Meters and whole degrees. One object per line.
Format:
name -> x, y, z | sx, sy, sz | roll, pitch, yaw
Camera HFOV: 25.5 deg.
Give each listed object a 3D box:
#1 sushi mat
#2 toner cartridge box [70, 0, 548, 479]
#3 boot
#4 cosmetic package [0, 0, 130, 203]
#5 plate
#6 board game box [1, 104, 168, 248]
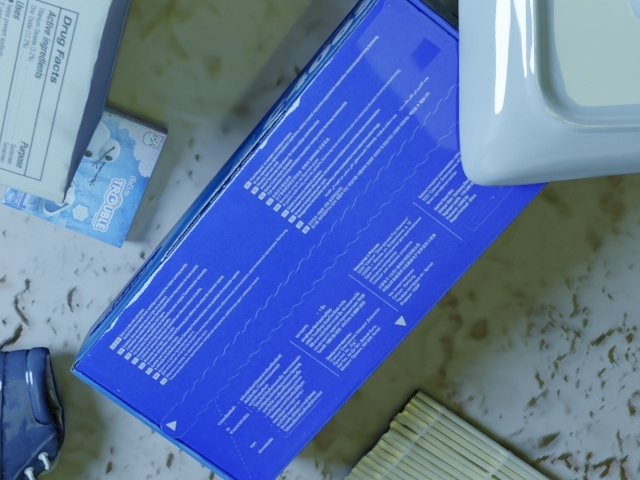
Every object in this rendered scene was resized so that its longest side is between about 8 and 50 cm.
sushi mat -> 0.151, 0.254, 1.104 | 0.316, 0.019, 0.151 | 35, 100, -13
toner cartridge box -> 0.000, 0.000, 0.961 | 0.165, 0.075, 0.348 | 38, 108, -11
boot -> -0.225, 0.170, 1.020 | 0.086, 0.069, 0.190 | -6, 105, 0
cosmetic package -> -0.278, -0.155, 0.863 | 0.310, 0.113, 0.160 | 18, 126, -6
plate -> 0.221, -0.172, 0.851 | 0.278, 0.045, 0.277 | -4, 104, -4
board game box -> -0.164, -0.052, 0.985 | 0.090, 0.020, 0.090 | 21, 104, -11
